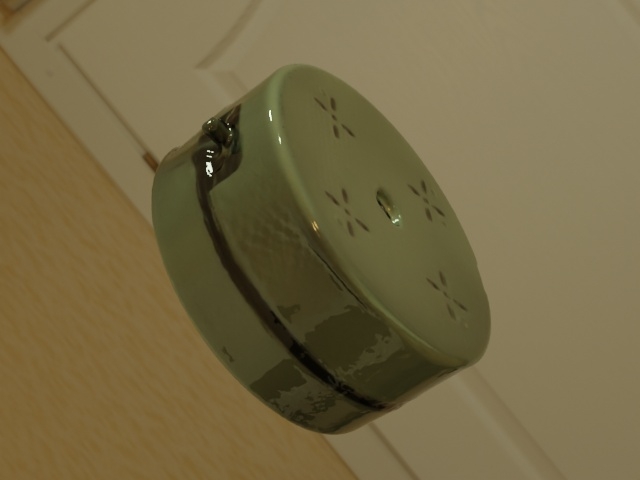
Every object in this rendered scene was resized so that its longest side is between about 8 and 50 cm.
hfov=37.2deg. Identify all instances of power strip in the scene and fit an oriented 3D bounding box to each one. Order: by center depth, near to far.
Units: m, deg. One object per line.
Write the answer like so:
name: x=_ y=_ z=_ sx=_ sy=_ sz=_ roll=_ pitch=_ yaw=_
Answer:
power strip: x=0.000 y=0.000 z=0.916 sx=0.161 sy=0.357 sz=0.357 roll=-33 pitch=3 yaw=25
